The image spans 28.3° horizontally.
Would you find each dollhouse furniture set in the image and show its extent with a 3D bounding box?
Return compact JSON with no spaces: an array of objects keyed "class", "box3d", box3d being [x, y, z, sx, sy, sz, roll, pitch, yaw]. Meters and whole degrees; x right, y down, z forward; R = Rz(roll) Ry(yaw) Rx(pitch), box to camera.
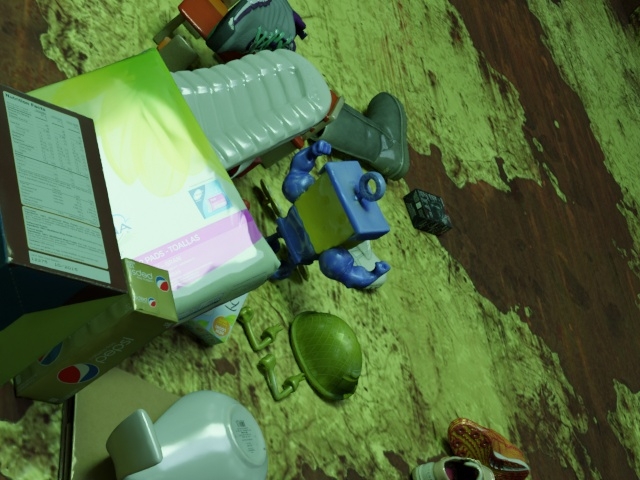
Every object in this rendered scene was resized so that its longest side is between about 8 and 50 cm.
[{"class":"dollhouse furniture set","box3d":[-0.102,-0.245,1.793,0.259,0.135,0.262,47,30,-15]}]

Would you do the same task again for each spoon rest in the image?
[{"class":"spoon rest","box3d":[-0.137,0.216,1.317,0.276,0.084,0.137,22,43,-65]}]

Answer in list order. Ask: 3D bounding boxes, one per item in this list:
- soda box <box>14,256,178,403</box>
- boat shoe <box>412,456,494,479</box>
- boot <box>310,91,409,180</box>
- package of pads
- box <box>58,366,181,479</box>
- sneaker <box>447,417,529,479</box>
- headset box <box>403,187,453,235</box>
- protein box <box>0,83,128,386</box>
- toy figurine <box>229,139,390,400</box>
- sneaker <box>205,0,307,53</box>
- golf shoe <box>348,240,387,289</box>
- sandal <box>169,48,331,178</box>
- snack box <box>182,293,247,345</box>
[{"class":"soda box","box3d":[-0.222,0.090,1.234,0.058,0.181,0.061,20,44,-46]},{"class":"boat shoe","box3d":[0.196,0.326,1.735,0.170,0.059,0.063,11,57,-50]},{"class":"boot","box3d":[0.051,-0.199,2.056,0.208,0.076,0.190,21,42,-36]},{"class":"package of pads","box3d":[-0.216,-0.041,1.386,0.229,0.101,0.297,-25,81,-34]},{"class":"box","box3d":[-0.183,0.219,1.326,0.201,0.021,0.164,31,37,-36]},{"class":"sneaker","box3d":[0.234,0.298,1.838,0.175,0.064,0.067,40,17,-38]},{"class":"headset box","box3d":[0.182,-0.046,2.119,0.083,0.032,0.062,17,48,-49]},{"class":"protein box","box3d":[-0.308,-0.003,1.181,0.136,0.200,0.201,20,45,-46]},{"class":"toy figurine","box3d":[0.000,0.000,1.618,0.191,0.217,0.363,4,57,-54]},{"class":"sneaker","box3d":[-0.074,-0.284,1.713,0.098,0.083,0.224,45,31,-6]},{"class":"golf shoe","box3d":[0.050,0.006,1.820,0.176,0.086,0.069,36,33,-33]},{"class":"sandal","box3d":[-0.160,-0.131,1.588,0.416,0.102,0.169,-16,66,-35]},{"class":"snack box","box3d":[-0.131,0.039,1.516,0.100,0.037,0.141,39,58,-25]}]
